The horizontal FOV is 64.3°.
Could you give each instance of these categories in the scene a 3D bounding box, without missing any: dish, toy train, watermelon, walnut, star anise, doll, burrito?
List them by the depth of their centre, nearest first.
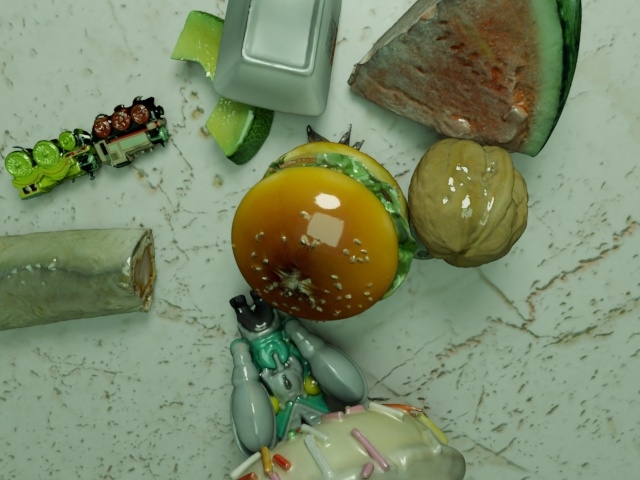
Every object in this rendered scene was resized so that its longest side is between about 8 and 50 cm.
[{"bbox_3d":[0.182,-0.046,0.633,0.166,0.166,0.149,41,141,-4],"label":"walnut"},{"bbox_3d":[-0.048,-0.292,0.666,0.153,0.064,0.234,9,81,-9],"label":"dish"},{"bbox_3d":[0.212,-0.267,0.673,0.250,0.292,0.283,-39,129,-32],"label":"watermelon"},{"bbox_3d":[0.035,-0.104,0.727,0.129,0.056,0.124,10,98,16],"label":"star anise"},{"bbox_3d":[-0.065,0.207,0.740,0.258,0.153,0.195,40,83,-2],"label":"doll"},{"bbox_3d":[-0.338,-0.135,0.749,0.249,0.053,0.085,-20,106,6],"label":"toy train"},{"bbox_3d":[-0.400,0.058,0.758,0.299,0.105,0.143,-7,103,2],"label":"burrito"}]

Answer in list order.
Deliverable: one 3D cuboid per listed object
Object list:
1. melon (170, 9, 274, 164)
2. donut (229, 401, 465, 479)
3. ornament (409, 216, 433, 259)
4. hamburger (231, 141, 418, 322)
[{"bbox_3d":[-0.133,-0.222,0.720,0.118,0.064,0.210,-30,94,12],"label":"melon"},{"bbox_3d":[0.014,0.363,0.690,0.382,0.142,0.383,-18,137,-18],"label":"donut"},{"bbox_3d":[0.189,-0.017,0.733,0.156,0.075,0.081,-6,85,5],"label":"ornament"},{"bbox_3d":[-0.002,-0.001,0.662,0.245,0.170,0.246,11,126,16],"label":"hamburger"}]
